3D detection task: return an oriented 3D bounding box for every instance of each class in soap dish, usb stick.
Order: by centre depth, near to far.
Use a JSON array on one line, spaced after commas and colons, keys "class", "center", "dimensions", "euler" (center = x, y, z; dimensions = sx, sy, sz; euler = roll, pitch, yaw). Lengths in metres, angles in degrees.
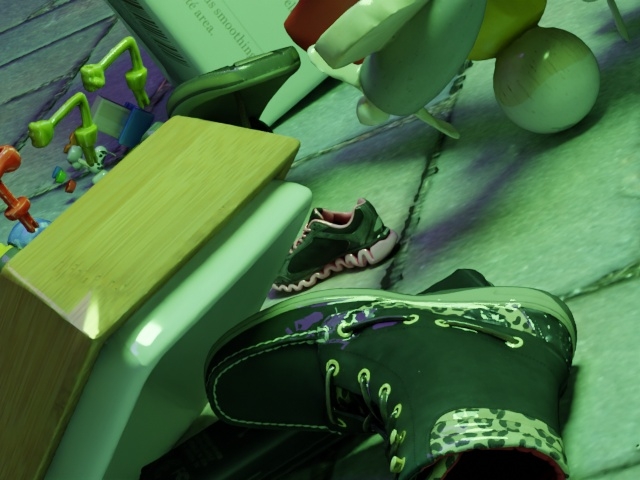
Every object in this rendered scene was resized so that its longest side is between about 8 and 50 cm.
[{"class": "soap dish", "center": [-0.137, 0.069, 1.232], "dimensions": [0.229, 0.118, 0.291], "euler": [-47, -9, -43]}, {"class": "usb stick", "center": [0.004, 0.107, 1.250], "dimensions": [0.278, 0.045, 0.077], "euler": [-32, 27, -7]}]

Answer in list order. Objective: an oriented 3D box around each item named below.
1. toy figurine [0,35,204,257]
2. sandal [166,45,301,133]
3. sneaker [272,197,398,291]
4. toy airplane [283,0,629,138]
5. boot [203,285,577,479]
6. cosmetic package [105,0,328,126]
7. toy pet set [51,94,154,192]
[{"class": "toy figurine", "center": [-0.268, 0.009, 1.554], "dimensions": [0.217, 0.191, 0.362], "euler": [-1, 46, 49]}, {"class": "sandal", "center": [-0.086, -0.083, 1.687], "dimensions": [0.120, 0.086, 0.303], "euler": [-23, -15, -29]}, {"class": "sneaker", "center": [0.000, 0.000, 1.488], "dimensions": [0.119, 0.057, 0.047], "euler": [-21, 24, 24]}, {"class": "toy airplane", "center": [0.164, -0.220, 1.481], "dimensions": [0.386, 0.272, 0.384], "euler": [-24, 7, -1]}, {"class": "boot", "center": [0.037, 0.102, 1.114], "dimensions": [0.236, 0.085, 0.178], "euler": [-7, 26, 8]}, {"class": "cosmetic package", "center": [-0.061, -0.373, 1.988], "dimensions": [0.393, 0.329, 0.327], "euler": [-40, 21, -6]}, {"class": "toy pet set", "center": [-0.234, -0.099, 2.058], "dimensions": [0.114, 0.065, 0.122], "euler": [-65, 19, 4]}]
